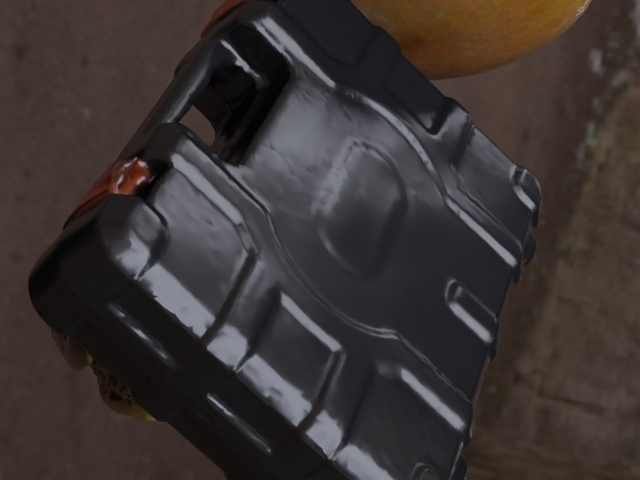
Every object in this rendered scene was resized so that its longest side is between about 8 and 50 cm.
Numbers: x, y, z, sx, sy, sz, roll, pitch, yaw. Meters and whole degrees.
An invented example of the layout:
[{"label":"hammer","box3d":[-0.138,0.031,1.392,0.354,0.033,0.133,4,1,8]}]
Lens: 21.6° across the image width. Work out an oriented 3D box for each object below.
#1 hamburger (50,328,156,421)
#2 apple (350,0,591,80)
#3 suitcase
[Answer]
[{"label":"hamburger","box3d":[-0.120,0.023,1.207,0.130,0.206,0.183,40,91,-32]},{"label":"apple","box3d":[0.066,-0.209,0.967,0.253,0.253,0.254,11,90,-73]},{"label":"suitcase","box3d":[0.000,0.000,0.783,0.066,0.206,0.285,-37,-164,34]}]
